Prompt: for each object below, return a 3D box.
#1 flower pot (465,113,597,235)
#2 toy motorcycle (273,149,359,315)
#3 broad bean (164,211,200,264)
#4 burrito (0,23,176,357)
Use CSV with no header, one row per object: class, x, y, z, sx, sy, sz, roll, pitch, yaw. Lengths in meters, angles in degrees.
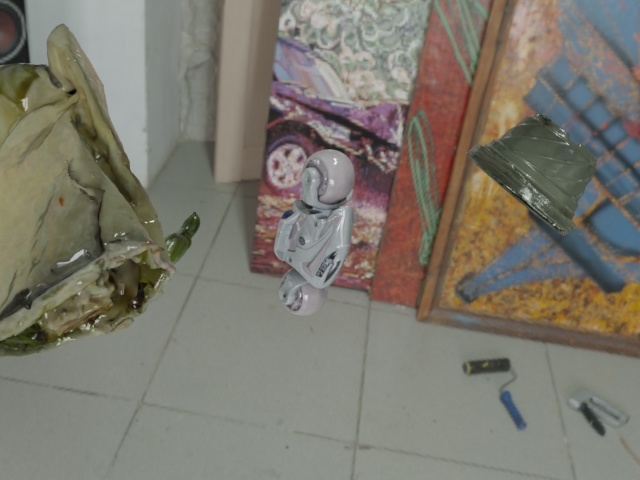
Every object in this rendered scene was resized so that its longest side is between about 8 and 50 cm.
flower pot,0.379,-0.128,1.237,0.235,0.140,0.235,35,13,-9
toy motorcycle,0.000,0.000,0.985,0.113,0.254,0.112,9,27,-5
broad bean,-0.292,0.008,1.455,0.048,0.070,0.213,22,29,-2
burrito,-0.271,-0.057,0.744,0.135,0.190,0.331,31,29,-55
